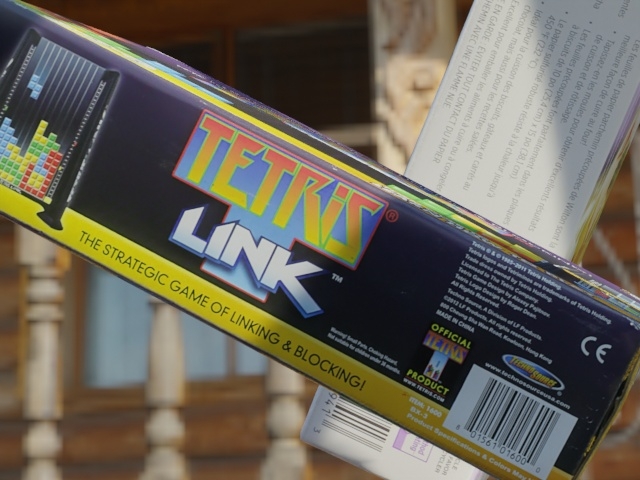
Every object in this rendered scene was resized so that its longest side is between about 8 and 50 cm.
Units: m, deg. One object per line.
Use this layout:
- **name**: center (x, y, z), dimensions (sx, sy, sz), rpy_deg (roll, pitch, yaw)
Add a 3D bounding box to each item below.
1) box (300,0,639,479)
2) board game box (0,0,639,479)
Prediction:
- **box**: center (0.084, -0.068, 0.670), dimensions (0.067, 0.324, 0.063), rpy_deg (23, 12, 11)
- **board game box**: center (0.000, 0.000, 0.499), dimensions (0.170, 0.048, 0.141), rpy_deg (27, 6, 9)
